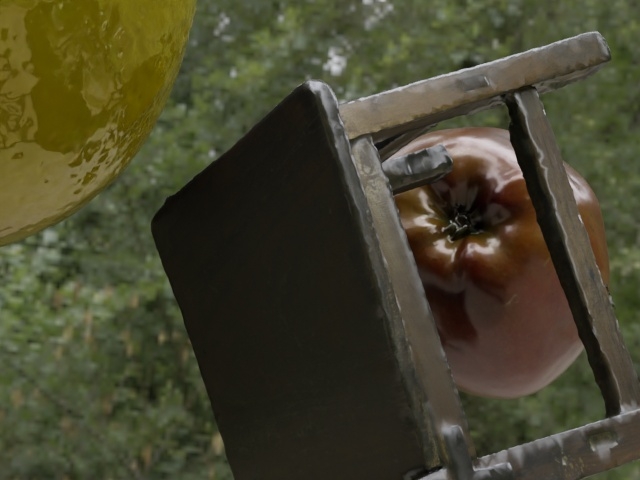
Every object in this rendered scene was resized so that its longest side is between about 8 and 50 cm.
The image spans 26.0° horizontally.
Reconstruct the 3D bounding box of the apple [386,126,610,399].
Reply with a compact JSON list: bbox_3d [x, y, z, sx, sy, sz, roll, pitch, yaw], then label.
[{"bbox_3d":[0.124,0.011,1.118,0.234,0.234,0.234,6,-7,1],"label":"apple"}]

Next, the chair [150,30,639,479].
[{"bbox_3d":[-0.018,0.054,0.711,0.416,0.241,0.203,-11,-12,-34],"label":"chair"}]

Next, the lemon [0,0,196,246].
[{"bbox_3d":[-0.234,-0.160,0.843,0.348,0.348,0.348,6,-7,1],"label":"lemon"}]
